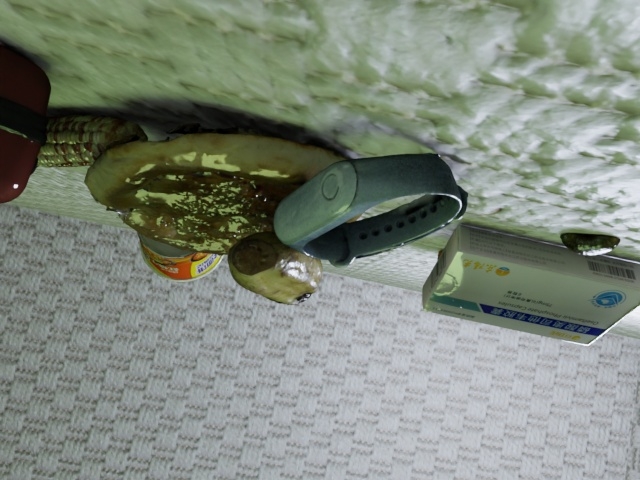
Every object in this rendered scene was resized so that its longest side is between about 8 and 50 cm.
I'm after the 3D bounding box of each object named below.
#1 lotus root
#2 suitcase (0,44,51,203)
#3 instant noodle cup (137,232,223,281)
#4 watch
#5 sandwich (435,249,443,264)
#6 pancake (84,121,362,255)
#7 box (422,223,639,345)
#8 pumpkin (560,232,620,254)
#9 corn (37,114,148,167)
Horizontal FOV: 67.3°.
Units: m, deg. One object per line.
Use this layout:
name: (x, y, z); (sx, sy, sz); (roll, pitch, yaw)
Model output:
lotus root: (-0.058, 0.035, 0.680); (0.110, 0.097, 0.258); (-20, 165, 3)
suitcase: (-0.448, -0.137, 0.496); (0.297, 0.161, 0.236); (5, 171, 38)
instant noodle cup: (-0.324, -0.021, 1.103); (0.213, 0.213, 0.174); (13, 165, -6)
watch: (0.057, -0.031, 0.566); (0.193, 0.068, 0.206); (6, 154, -37)
sandwich: (0.375, 0.086, 1.116); (0.212, 0.109, 0.292); (22, 167, -7)
pancake: (-0.125, -0.052, 0.679); (0.383, 0.071, 0.382); (0, 162, 0)
box: (0.384, 0.090, 0.891); (0.344, 0.065, 0.200); (12, 140, -1)
pumpkin: (0.409, 0.008, 0.731); (0.050, 0.028, 0.083); (21, 165, -40)
corn: (-0.330, -0.135, 0.656); (0.237, 0.079, 0.079); (6, 171, 33)
